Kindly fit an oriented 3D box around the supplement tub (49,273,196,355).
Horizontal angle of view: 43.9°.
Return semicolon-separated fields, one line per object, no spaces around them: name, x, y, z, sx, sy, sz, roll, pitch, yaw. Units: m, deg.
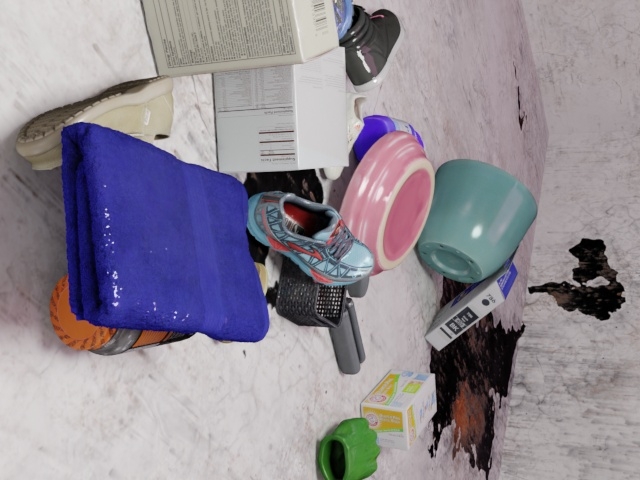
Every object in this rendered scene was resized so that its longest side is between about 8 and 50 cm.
supplement tub;-0.232;0.078;0.983;0.190;0.117;0.116;0;90;-64

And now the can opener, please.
can opener;0.057;0.151;1.624;0.074;0.093;0.280;-52;141;-52

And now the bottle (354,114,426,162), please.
bottle;0.169;-0.220;1.831;0.283;0.092;0.118;-4;99;-64

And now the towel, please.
towel;-0.178;0.005;0.924;0.308;0.076;0.227;20;54;-62

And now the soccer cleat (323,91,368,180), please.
soccer cleat;0.048;-0.214;1.600;0.068;0.076;0.196;43;53;-57

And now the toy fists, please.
toy fists;0.057;0.501;1.620;0.142;0.096;0.279;-4;95;-54

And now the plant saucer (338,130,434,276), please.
plant saucer;0.151;-0.066;1.697;0.332;0.084;0.332;-42;143;-42

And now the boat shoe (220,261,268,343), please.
boat shoe;-0.130;0.090;1.269;0.153;0.056;0.048;-62;148;-32

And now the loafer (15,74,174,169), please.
loafer;-0.251;-0.132;0.958;0.268;0.102;0.092;-45;124;-56

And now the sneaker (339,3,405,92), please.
sneaker;0.095;-0.450;1.667;0.146;0.105;0.295;56;33;-32

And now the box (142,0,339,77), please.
box;-0.110;-0.316;1.093;0.127;0.233;0.148;-43;128;-57

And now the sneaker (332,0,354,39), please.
sneaker;0.009;-0.487;1.532;0.087;0.083;0.221;-6;100;-39

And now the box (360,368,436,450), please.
box;0.185;0.390;1.851;0.203;0.114;0.103;-31;119;-60

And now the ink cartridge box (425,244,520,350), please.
ink cartridge box;0.431;0.158;2.160;0.065;0.332;0.165;44;36;1

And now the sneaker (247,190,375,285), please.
sneaker;0.000;0.000;1.341;0.262;0.125;0.104;27;67;-28

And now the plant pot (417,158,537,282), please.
plant pot;0.388;-0.032;2.092;0.235;0.293;0.293;-59;143;-24

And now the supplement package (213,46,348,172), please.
supplement package;-0.060;-0.216;1.293;0.194;0.149;0.203;-14;103;-63

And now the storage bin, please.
storage bin;-0.009;0.065;1.481;0.122;0.085;0.180;39;55;-58
